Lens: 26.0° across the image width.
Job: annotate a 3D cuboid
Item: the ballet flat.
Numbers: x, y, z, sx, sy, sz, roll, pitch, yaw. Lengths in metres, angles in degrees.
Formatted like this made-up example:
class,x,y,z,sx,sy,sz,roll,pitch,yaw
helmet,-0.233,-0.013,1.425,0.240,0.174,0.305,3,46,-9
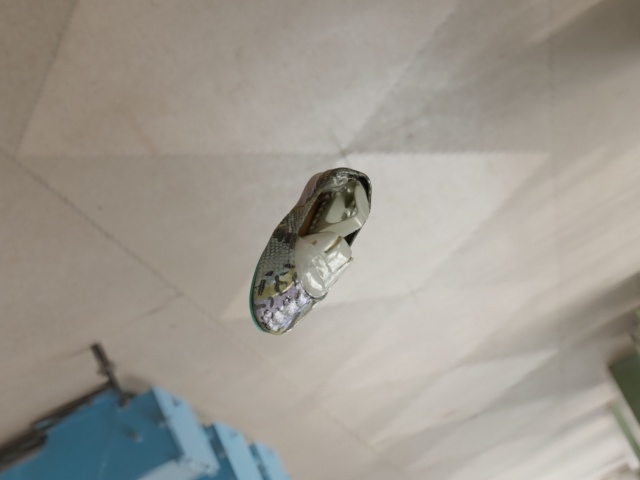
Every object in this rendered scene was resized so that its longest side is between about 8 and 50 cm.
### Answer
class,x,y,z,sx,sy,sz,roll,pitch,yaw
ballet flat,0.000,0.000,0.662,0.041,0.041,0.114,-40,-165,39
